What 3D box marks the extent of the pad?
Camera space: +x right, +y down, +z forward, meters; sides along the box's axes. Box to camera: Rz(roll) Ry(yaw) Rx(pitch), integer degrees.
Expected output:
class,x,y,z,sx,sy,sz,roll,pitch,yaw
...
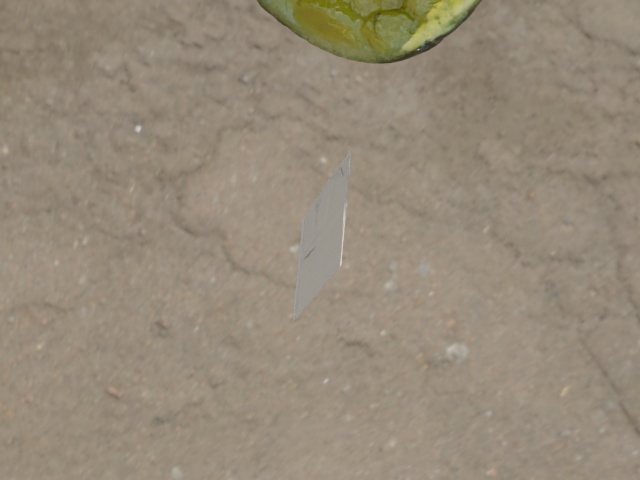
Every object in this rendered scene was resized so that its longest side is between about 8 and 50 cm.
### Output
class,x,y,z,sx,sy,sz,roll,pitch,yaw
pad,0.000,0.000,1.683,0.004,0.232,0.157,10,68,-12

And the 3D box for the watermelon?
class,x,y,z,sx,sy,sz,roll,pitch,yaw
watermelon,0.058,-0.357,1.335,0.331,0.331,0.189,48,33,7
